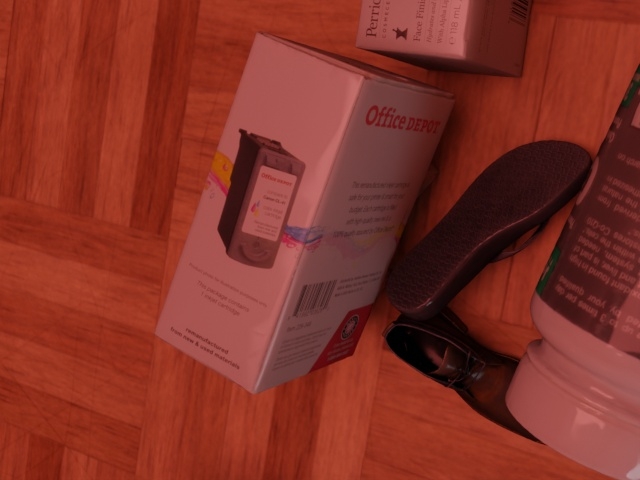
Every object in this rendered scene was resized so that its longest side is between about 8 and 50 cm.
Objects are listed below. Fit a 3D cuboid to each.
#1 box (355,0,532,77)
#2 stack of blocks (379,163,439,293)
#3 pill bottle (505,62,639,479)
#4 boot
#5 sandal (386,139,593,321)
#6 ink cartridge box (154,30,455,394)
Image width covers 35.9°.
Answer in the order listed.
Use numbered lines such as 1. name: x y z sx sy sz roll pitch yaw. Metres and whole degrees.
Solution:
1. box: 0.135 -0.266 1.000 0.119 0.182 0.181 10 98 28
2. stack of blocks: 0.000 0.000 1.143 0.171 0.087 0.297 48 113 19
3. pill bottle: 0.317 0.025 0.898 0.204 0.204 0.361 28 105 26
4. boot: 0.159 0.150 1.049 0.219 0.106 0.082 37 109 23
5. sandal: 0.178 -0.012 1.044 0.254 0.054 0.097 -40 42 9
6. ink cartridge box: -0.010 -0.028 0.968 0.131 0.226 0.306 25 103 24
